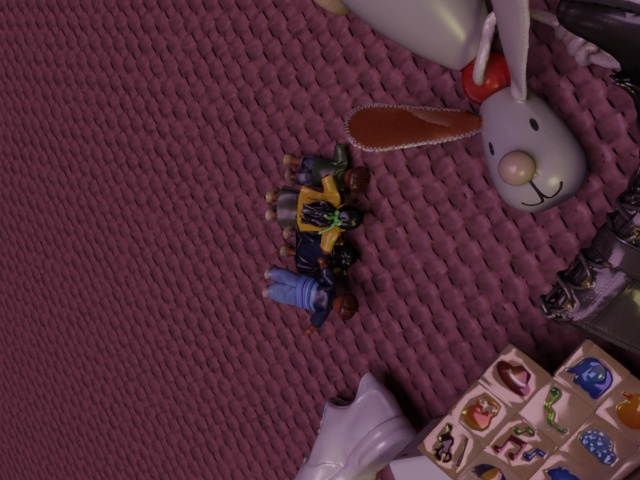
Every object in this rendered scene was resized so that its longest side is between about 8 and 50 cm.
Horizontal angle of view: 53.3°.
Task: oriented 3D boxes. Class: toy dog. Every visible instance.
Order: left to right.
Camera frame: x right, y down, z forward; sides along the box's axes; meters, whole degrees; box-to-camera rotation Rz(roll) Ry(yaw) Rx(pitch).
[{"bbox_3d":[0.080,-0.176,0.489,0.334,0.161,0.220,41,122,21],"label":"toy dog"}]

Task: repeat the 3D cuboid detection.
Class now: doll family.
[{"bbox_3d":[0.000,0.000,0.652,0.111,0.076,0.192,13,114,29],"label":"doll family"}]

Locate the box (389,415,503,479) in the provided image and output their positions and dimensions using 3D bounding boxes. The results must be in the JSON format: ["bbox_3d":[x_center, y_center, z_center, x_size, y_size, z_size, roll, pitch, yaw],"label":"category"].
[{"bbox_3d":[0.139,0.212,0.581,0.102,0.101,0.087,-25,86,35],"label":"box"}]

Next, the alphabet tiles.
[{"bbox_3d":[0.203,0.199,0.491,0.237,0.009,0.198,40,103,11],"label":"alphabet tiles"}]

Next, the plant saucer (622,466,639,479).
[{"bbox_3d":[0.313,0.271,0.419,0.278,0.041,0.277,-1,88,24],"label":"plant saucer"}]

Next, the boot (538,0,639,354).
[{"bbox_3d":[0.222,-0.027,0.431,0.263,0.091,0.229,28,119,-1],"label":"boot"}]

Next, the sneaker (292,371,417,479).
[{"bbox_3d":[0.020,0.223,0.699,0.212,0.080,0.094,-51,52,34],"label":"sneaker"}]
